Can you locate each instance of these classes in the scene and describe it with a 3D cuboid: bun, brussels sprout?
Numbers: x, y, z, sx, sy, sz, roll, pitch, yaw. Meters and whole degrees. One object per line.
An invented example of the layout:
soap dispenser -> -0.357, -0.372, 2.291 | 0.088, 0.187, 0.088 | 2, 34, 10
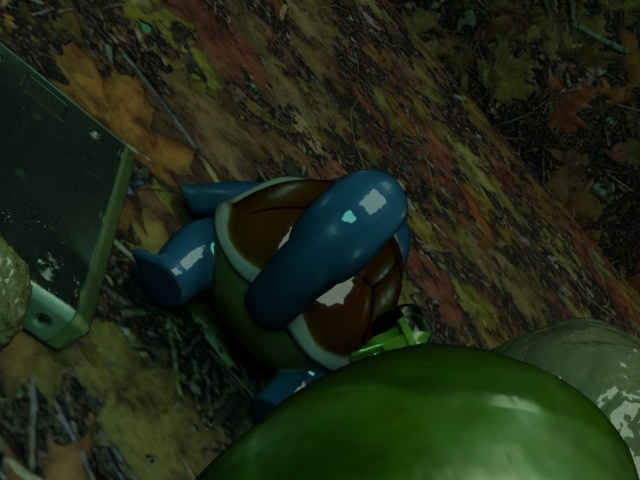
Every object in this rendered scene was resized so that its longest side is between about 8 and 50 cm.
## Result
bun -> 0.246, 0.185, 0.827 | 0.205, 0.281, 0.281 | -21, 67, -22
brussels sprout -> 0.064, 0.222, 0.576 | 0.371, 0.315, 0.276 | 10, 35, -46

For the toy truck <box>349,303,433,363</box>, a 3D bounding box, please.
toy truck -> 0.053, 0.177, 0.851 | 0.259, 0.135, 0.128 | 75, -6, -58

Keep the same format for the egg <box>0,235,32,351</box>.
egg -> -0.248, 0.022, 0.604 | 0.140, 0.118, 0.116 | 29, 47, -24

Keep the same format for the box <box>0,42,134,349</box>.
box -> -0.254, -0.058, 0.800 | 0.211, 0.045, 0.270 | 41, 25, -24

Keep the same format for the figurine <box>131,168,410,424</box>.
figurine -> -0.027, 0.029, 0.919 | 0.298, 0.243, 0.416 | 42, 3, 3
